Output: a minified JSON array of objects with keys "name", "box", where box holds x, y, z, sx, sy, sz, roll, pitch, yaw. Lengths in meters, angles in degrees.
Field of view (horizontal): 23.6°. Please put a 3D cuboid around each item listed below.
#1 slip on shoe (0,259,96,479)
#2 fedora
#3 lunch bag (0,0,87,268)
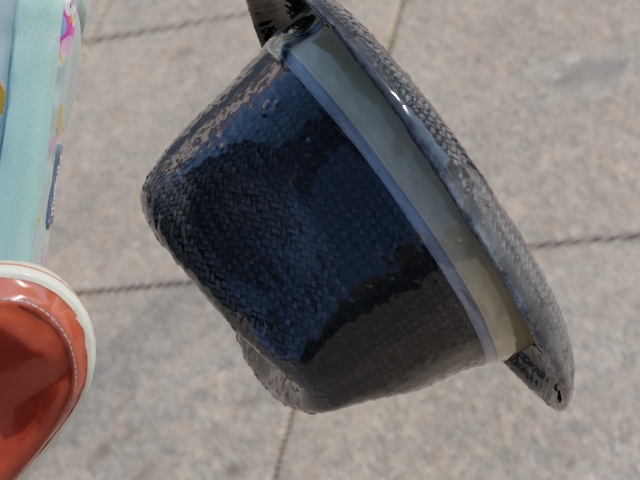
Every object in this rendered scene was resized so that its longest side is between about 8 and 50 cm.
[{"name":"slip on shoe","box":[-0.222,0.130,0.629,0.331,0.123,0.101,-37,30,-22]},{"name":"fedora","box":[0.000,0.000,0.883,0.152,0.334,0.334,-35,40,-3]},{"name":"lunch bag","box":[-0.221,-0.042,0.838,0.262,0.160,0.223,10,91,46]}]
